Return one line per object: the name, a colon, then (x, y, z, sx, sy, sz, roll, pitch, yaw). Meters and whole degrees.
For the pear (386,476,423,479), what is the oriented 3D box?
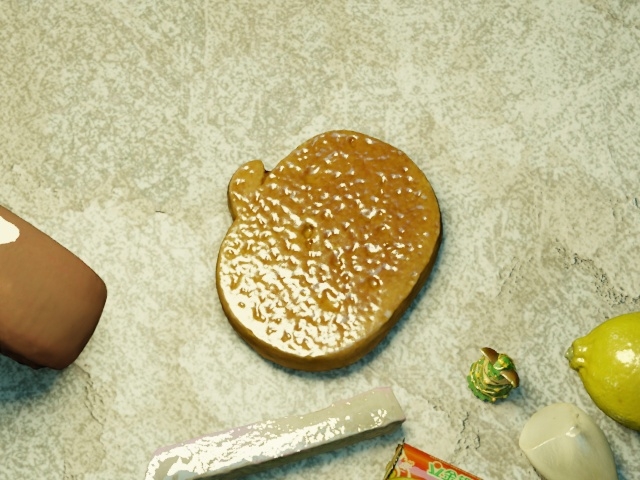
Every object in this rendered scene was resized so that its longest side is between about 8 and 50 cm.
pear: (0.115, 0.486, 1.815, 0.253, 0.253, 0.307, 9, 64, 0)

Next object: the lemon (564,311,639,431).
lemon: (0.489, 0.195, 1.982, 0.248, 0.184, 0.184, 16, 69, 14)

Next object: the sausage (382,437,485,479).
sausage: (0.221, 0.378, 1.951, 0.264, 0.083, 0.083, 24, 70, 4)

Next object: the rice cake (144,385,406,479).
rice cake: (-0.071, 0.298, 1.965, 0.399, 0.064, 0.070, -14, 62, -9)

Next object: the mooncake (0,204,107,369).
mooncake: (-0.479, 0.049, 1.895, 0.334, 0.326, 0.174, 24, 78, 16)

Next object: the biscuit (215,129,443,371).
biscuit: (-0.001, 0.003, 2.077, 0.350, 0.070, 0.394, 39, 71, 12)

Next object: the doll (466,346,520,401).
doll: (0.274, 0.190, 2.005, 0.077, 0.113, 0.078, -36, 76, -29)

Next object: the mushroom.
mushroom: (0.393, 0.346, 1.971, 0.116, 0.093, 0.225, -37, 85, 0)
